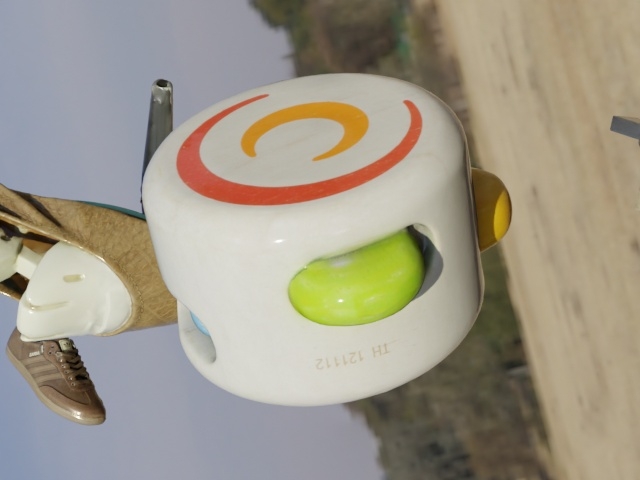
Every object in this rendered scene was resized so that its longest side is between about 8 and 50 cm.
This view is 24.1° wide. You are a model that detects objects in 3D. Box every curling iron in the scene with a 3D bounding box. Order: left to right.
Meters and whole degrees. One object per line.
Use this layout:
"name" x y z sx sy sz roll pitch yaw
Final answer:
"curling iron" -0.163 -0.034 1.366 0.274 0.068 0.035 110 156 -43

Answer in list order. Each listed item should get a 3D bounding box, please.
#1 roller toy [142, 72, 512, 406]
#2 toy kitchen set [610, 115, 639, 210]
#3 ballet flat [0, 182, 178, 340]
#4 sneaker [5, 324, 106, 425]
"roller toy" 0.000 0.000 0.898 0.209 0.191 0.146 -52 -40 -47
"toy kitchen set" 0.335 -0.076 1.512 0.075 0.068 0.083 27 110 51
"ballet flat" -0.252 0.013 1.216 0.124 0.342 0.116 -63 -6 -51
"sneaker" -0.336 0.161 1.920 0.188 0.071 0.066 37 -158 29
